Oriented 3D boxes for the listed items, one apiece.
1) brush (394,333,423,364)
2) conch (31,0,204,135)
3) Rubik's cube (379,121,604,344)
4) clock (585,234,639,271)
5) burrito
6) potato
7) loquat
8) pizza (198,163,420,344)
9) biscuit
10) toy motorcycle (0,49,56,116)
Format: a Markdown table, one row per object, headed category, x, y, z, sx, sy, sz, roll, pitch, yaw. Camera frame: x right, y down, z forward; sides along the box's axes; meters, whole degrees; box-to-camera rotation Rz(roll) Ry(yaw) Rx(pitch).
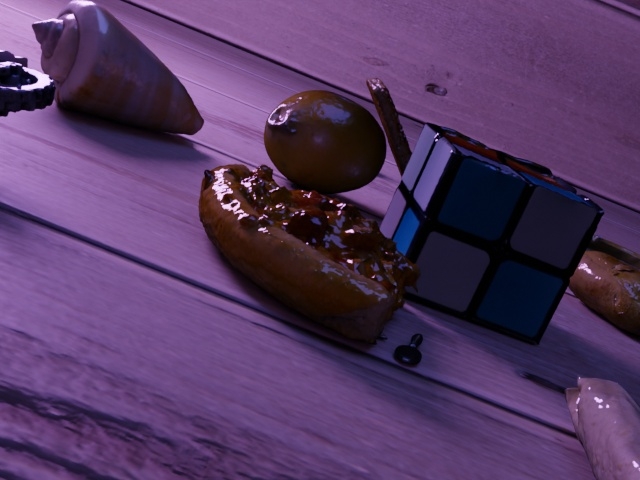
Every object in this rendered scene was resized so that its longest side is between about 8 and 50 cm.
| category | x | y | z | sx | sy | sz | roll | pitch | yaw |
| --- | --- | --- | --- | --- | --- | --- | --- | --- | --- |
| brush | 0.080 | 0.094 | 0.833 | 0.024 | 0.008 | 0.083 | 22 | 13 | 11 |
| conch | -0.267 | -0.196 | 1.231 | 0.255 | 0.127 | 0.158 | 40 | -26 | -28 |
| Rubik's cube | 0.177 | -0.013 | 1.064 | 0.183 | 0.167 | 0.180 | 19 | 15 | -12 |
| clock | 0.485 | 0.057 | 1.525 | 0.237 | 0.057 | 0.237 | 22 | 16 | -6 |
| burrito | 0.228 | 0.168 | 0.675 | 0.082 | 0.059 | 0.275 | 37 | 13 | -3 |
| potato | 0.404 | 0.071 | 1.296 | 0.107 | 0.080 | 0.170 | 29 | 6 | -36 |
| loquat | 0.003 | -0.136 | 1.318 | 0.195 | 0.152 | 0.152 | 26 | 8 | -44 |
| pizza | 0.000 | 0.000 | 0.914 | 0.226 | 0.086 | 0.335 | 12 | 15 | -32 |
| biscuit | 0.116 | -0.118 | 1.340 | 0.025 | 0.230 | 0.131 | -20 | 15 | 3 |
| toy motorcycle | -0.378 | -0.155 | 0.846 | 0.239 | 0.108 | 0.204 | 10 | 18 | -42 |
